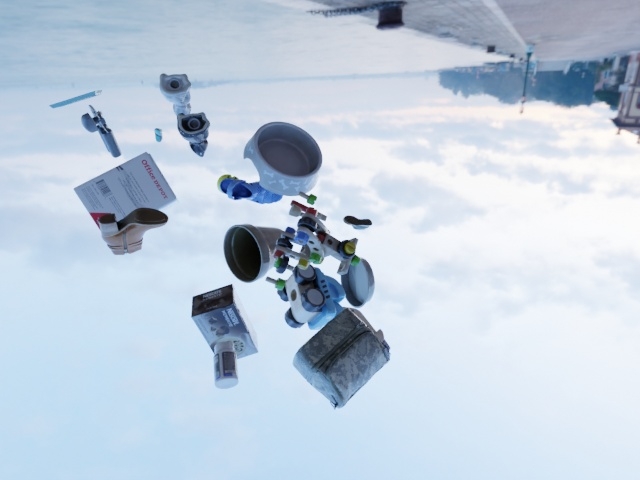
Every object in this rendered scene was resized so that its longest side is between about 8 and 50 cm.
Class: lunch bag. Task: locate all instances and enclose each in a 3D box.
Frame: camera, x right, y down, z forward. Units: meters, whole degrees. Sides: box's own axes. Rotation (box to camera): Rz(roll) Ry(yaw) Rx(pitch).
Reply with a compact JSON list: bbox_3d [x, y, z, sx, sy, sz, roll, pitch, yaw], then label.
[{"bbox_3d":[0.085,0.442,1.515,0.305,0.212,0.256,-35,-109,-29],"label":"lunch bag"}]

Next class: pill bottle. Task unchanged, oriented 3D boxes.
[{"bbox_3d":[-0.314,0.410,1.332,0.078,0.078,0.137,-7,-132,-11],"label":"pill bottle"}]

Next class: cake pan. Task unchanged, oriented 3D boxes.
[{"bbox_3d":[0.201,0.217,2.176,0.054,0.293,0.293,-4,-160,-27],"label":"cake pan"}]

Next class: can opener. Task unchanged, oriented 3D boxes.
[{"bbox_3d":[-0.919,-0.451,1.690,0.093,0.280,0.074,-36,-107,-19],"label":"can opener"}]

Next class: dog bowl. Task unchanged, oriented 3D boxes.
[{"bbox_3d":[-0.148,-0.360,1.719,0.349,0.102,0.348,13,-123,-20],"label":"dog bowl"}]

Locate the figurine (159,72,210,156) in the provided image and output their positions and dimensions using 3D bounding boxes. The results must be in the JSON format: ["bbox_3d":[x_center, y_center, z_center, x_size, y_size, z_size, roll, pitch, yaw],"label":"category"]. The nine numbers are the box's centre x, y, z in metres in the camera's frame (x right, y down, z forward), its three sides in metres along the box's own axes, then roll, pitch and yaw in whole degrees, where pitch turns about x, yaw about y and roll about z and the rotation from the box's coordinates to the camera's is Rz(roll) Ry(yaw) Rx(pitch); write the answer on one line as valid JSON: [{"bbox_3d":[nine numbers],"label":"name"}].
[{"bbox_3d":[-0.419,-0.386,1.264,0.092,0.214,0.209,-25,177,-15],"label":"figurine"}]

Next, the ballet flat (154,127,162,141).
[{"bbox_3d":[-0.796,-0.530,1.986,0.041,0.041,0.114,-13,167,-25],"label":"ballet flat"}]

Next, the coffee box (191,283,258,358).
[{"bbox_3d":[-0.373,0.335,1.594,0.168,0.297,0.119,-17,-144,-3],"label":"coffee box"}]

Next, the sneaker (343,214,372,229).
[{"bbox_3d":[0.206,-0.095,2.389,0.192,0.086,0.064,6,-119,-26],"label":"sneaker"}]

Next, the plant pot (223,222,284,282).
[{"bbox_3d":[-0.331,0.042,2.234,0.323,0.323,0.280,15,-157,37],"label":"plant pot"}]

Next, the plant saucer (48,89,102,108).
[{"bbox_3d":[-0.950,-0.550,1.568,0.192,0.018,0.067,-16,-156,4],"label":"plant saucer"}]

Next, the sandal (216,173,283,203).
[{"bbox_3d":[-0.329,-0.229,1.913,0.318,0.126,0.138,3,-160,-17],"label":"sandal"}]

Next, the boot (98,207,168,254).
[{"bbox_3d":[-0.564,-0.022,1.242,0.197,0.152,0.073,-4,-131,-13],"label":"boot"}]

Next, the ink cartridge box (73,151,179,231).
[{"bbox_3d":[-0.673,-0.159,1.424,0.273,0.197,0.114,-31,-172,-11],"label":"ink cartridge box"}]

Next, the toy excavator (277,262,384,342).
[{"bbox_3d":[0.067,0.326,1.933,0.445,0.222,0.432,4,-129,-33],"label":"toy excavator"}]

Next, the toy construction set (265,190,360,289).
[{"bbox_3d":[0.000,0.000,1.293,0.237,0.257,0.308,24,-140,-16],"label":"toy construction set"}]
